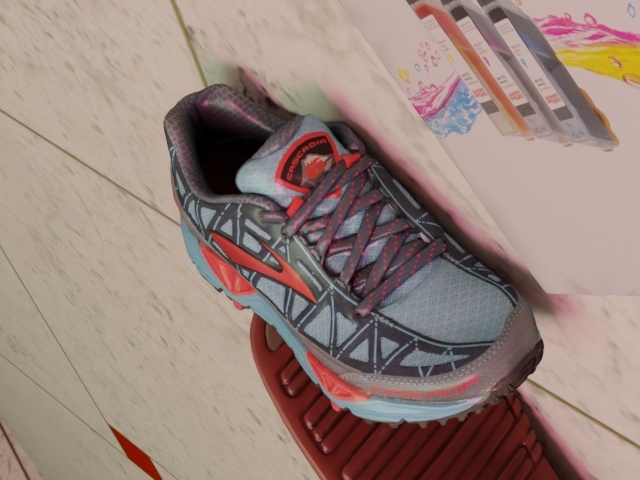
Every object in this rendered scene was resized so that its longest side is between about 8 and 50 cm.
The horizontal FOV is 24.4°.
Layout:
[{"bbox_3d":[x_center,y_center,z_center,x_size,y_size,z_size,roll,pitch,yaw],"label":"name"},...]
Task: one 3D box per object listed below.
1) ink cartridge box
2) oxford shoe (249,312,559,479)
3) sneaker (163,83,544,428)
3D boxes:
[{"bbox_3d":[0.089,-0.088,0.400,0.176,0.128,0.127,52,159,-17],"label":"ink cartridge box"},{"bbox_3d":[0.081,0.162,0.885,0.348,0.123,0.130,48,163,-1],"label":"oxford shoe"},{"bbox_3d":[0.000,0.000,0.771,0.262,0.104,0.125,30,151,38],"label":"sneaker"}]
